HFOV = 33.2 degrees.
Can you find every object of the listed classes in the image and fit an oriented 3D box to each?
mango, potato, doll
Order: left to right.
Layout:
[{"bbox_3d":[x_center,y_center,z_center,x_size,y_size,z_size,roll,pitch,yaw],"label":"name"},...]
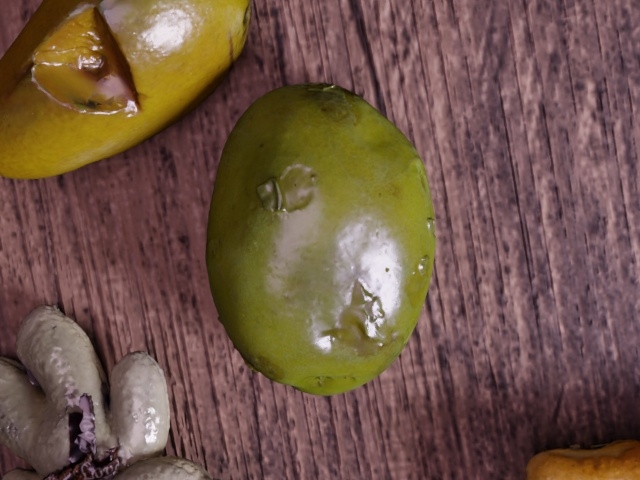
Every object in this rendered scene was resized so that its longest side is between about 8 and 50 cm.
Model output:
[{"bbox_3d":[-0.206,0.194,0.926,0.278,0.149,0.175,48,133,14],"label":"doll"},{"bbox_3d":[-0.174,-0.143,0.873,0.262,0.167,0.130,-40,75,14],"label":"mango"},{"bbox_3d":[0.000,0.000,0.862,0.186,0.148,0.253,-10,95,12],"label":"potato"}]

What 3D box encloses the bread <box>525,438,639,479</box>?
[{"bbox_3d":[0.280,0.239,0.859,0.245,0.121,0.174,-2,97,11],"label":"bread"}]
